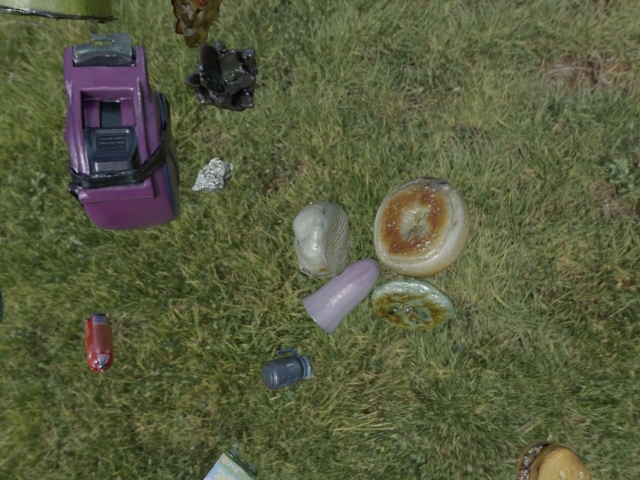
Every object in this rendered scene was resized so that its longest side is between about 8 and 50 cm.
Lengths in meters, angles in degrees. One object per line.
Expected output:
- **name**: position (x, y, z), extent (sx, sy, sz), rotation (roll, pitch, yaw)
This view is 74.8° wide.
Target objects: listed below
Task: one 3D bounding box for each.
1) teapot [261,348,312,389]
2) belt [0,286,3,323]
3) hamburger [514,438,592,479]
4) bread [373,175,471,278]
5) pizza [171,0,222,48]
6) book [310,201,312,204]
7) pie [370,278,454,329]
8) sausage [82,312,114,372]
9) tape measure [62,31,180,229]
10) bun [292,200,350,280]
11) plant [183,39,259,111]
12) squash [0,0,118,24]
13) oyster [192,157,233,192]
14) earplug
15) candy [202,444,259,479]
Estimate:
- **teapot**: position (-0.063, 0.226, 0.731), extent (0.063, 0.083, 0.049), rotation (15, 104, 52)
- **belt**: position (-0.697, 0.039, 0.847), extent (0.072, 0.087, 0.302), rotation (-10, 70, -21)
- **hamburger**: position (0.615, 0.641, 1.135), extent (0.191, 0.118, 0.182), rotation (-1, 75, -18)
- **bread**: position (0.294, -0.034, 1.205), extent (0.305, 0.159, 0.305), rotation (-21, 54, 33)
- **pizza**: position (-0.132, -0.327, 0.475), extent (0.069, 0.226, 0.147), rotation (11, 75, -14)
- **book**: position (0.007, -0.089, 1.670), extent (0.014, 0.182, 0.127), rotation (-35, 83, 5)
- **pie**: position (0.251, 0.185, 1.171), extent (0.240, 0.240, 0.054), rotation (3, 51, 18)
- **sausage**: position (-0.377, 0.181, 0.717), extent (0.048, 0.050, 0.145), rotation (-10, 27, -28)
- **tape measure**: position (-0.298, -0.139, 0.636), extent (0.149, 0.231, 0.245), rotation (-7, 72, -16)
- **bun**: position (0.000, 0.000, 1.234), extent (0.141, 0.239, 0.239), rotation (1, 69, 29)
- **plant**: position (-0.279, -0.469, 1.207), extent (0.194, 0.320, 0.181), rotation (7, 100, -13)
- **squash**: position (-0.485, -0.461, 0.749), extent (0.220, 0.220, 0.133), rotation (18, 112, 23)
- **oyster**: position (-0.287, -0.171, 1.118), extent (0.098, 0.037, 0.100), rotation (10, 108, -14)
- **earplug**: position (0.098, 0.183, 1.542), extent (0.301, 0.172, 0.172), rotation (-43, 63, 7)
- **candy**: position (-0.237, 0.587, 0.956), extent (0.097, 0.062, 0.194), rotation (35, 80, 11)
